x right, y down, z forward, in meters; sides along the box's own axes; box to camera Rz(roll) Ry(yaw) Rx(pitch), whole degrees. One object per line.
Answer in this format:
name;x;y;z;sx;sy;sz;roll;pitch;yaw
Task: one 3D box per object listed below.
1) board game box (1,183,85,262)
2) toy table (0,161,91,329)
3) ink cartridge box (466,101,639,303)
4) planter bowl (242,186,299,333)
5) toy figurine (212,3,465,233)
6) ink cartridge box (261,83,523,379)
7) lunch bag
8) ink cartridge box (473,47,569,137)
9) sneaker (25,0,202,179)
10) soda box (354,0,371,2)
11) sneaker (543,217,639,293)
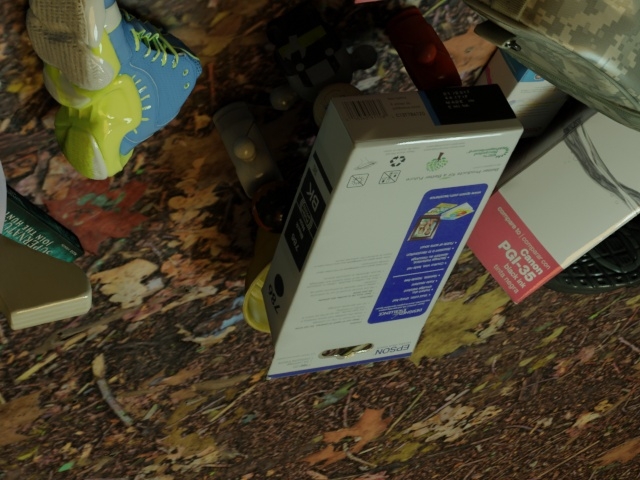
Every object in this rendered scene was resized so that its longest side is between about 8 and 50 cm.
board game box;-0.313;0.006;1.498;0.126;0.026;0.186;-32;153;7
toy table;-0.329;0.017;1.320;0.252;0.161;0.274;-20;145;-9
ink cartridge box;0.290;-0.081;1.718;0.283;0.117;0.207;-38;-177;18
planter bowl;0.000;0.000;1.707;0.217;0.090;0.217;-22;153;-12
toy figurine;0.026;-0.100;1.493;0.210;0.148;0.213;-2;144;-41
ink cartridge box;0.049;-0.002;1.467;0.165;0.065;0.332;-7;143;-25
lunch bag;0.249;-0.260;1.273;0.305;0.212;0.256;-59;155;7
ink cartridge box;0.210;-0.160;1.666;0.089;0.052;0.122;-8;146;-33
sneaker;-0.162;-0.157;1.316;0.126;0.091;0.240;-37;158;-25
soda box;0.088;-0.306;1.264;0.092;0.083;0.263;-11;148;-30
sneaker;0.394;0.022;2.105;0.286;0.109;0.130;-12;158;-23
